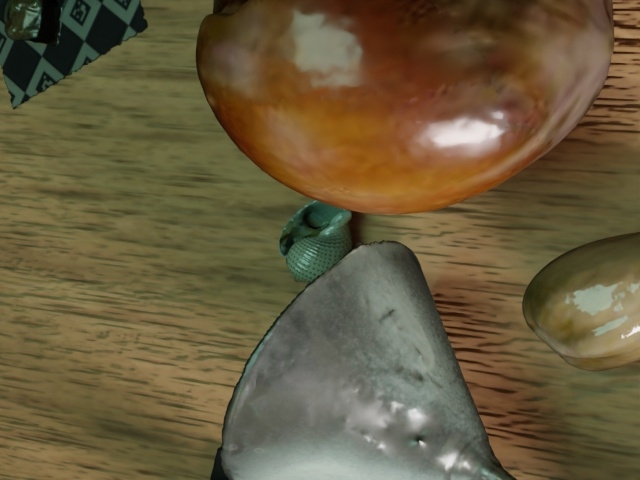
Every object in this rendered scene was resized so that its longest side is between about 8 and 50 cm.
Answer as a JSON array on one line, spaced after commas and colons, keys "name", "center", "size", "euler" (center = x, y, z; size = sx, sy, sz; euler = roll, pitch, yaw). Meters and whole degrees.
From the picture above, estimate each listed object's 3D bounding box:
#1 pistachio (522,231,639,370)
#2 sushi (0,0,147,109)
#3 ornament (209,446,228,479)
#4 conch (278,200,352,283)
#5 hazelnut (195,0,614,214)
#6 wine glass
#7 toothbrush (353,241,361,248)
[{"name": "pistachio", "center": [0.257, 0.046, 1.590], "size": [0.185, 0.126, 0.108], "euler": [-19, 121, 31]}, {"name": "sushi", "center": [-0.310, -0.291, 2.038], "size": [0.219, 0.047, 0.231], "euler": [-26, 76, 34]}, {"name": "ornament", "center": [-0.125, 0.304, 1.823], "size": [0.166, 0.196, 0.153], "euler": [23, 104, 36]}, {"name": "conch", "center": [0.001, 0.003, 1.807], "size": [0.085, 0.056, 0.076], "euler": [-40, 47, -1]}, {"name": "hazelnut", "center": [0.072, -0.181, 1.589], "size": [0.372, 0.315, 0.372], "euler": [-11, 57, 18]}, {"name": "wine glass", "center": [0.150, 0.200, 1.585], "size": [0.406, 0.267, 0.267], "euler": [31, 109, 27]}, {"name": "toothbrush", "center": [0.040, 0.067, 1.805], "size": [0.011, 0.013, 0.131], "euler": [-4, 87, 27]}]
